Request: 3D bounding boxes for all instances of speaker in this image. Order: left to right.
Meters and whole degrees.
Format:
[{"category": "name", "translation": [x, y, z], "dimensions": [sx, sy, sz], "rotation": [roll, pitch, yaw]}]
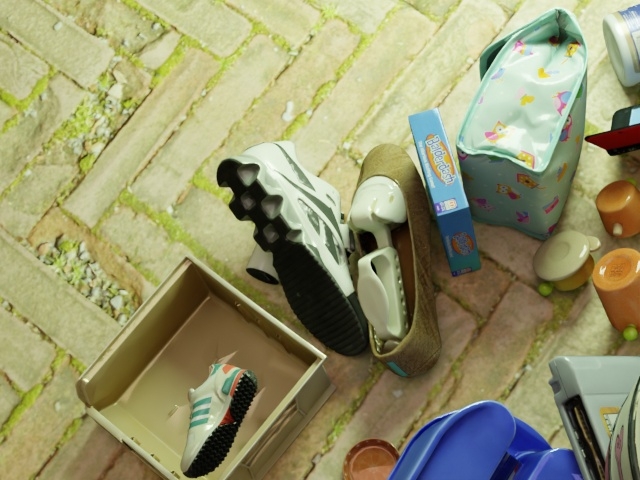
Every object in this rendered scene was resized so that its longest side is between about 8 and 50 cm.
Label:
[{"category": "speaker", "translation": [-0.060, -0.005, 2.099], "dimensions": [0.055, 0.055, 0.136], "rotation": [16, 71, 18]}]

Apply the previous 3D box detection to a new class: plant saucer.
[{"category": "plant saucer", "translation": [0.072, 0.311, 1.952], "dimensions": [0.083, 0.013, 0.084], "rotation": [-4, 65, 9]}]

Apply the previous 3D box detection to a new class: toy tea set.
[{"category": "toy tea set", "translation": [0.464, -0.009, 1.980], "dimensions": [0.336, 0.124, 0.200], "rotation": [-45, 36, -6]}]

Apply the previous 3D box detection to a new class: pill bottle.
[{"category": "pill bottle", "translation": [0.515, -0.303, 2.080], "dimensions": [0.186, 0.112, 0.112], "rotation": [-18, 64, 3]}]

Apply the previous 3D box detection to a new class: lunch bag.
[{"category": "lunch bag", "translation": [0.295, -0.171, 2.004], "dimensions": [0.160, 0.223, 0.262], "rotation": [16, 70, 18]}]

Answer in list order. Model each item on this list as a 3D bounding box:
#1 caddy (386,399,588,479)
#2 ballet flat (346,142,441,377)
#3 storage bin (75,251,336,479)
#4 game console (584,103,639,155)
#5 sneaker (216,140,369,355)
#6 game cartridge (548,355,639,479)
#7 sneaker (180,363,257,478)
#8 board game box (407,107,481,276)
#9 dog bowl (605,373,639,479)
[{"category": "caddy", "translation": [0.190, 0.366, 1.814], "dimensions": [0.241, 0.179, 0.341], "rotation": [34, 70, 2]}, {"category": "ballet flat", "translation": [0.090, 0.019, 1.983], "dimensions": [0.116, 0.124, 0.343], "rotation": [-13, 75, 33]}, {"category": "storage bin", "translation": [-0.161, 0.206, 1.988], "dimensions": [0.262, 0.123, 0.260], "rotation": [35, 77, 23]}, {"category": "game console", "translation": [0.452, -0.174, 1.984], "dimensions": [0.144, 0.085, 0.124], "rotation": [-12, 44, 34]}, {"category": "sneaker", "translation": [0.000, 0.000, 2.025], "dimensions": [0.146, 0.122, 0.331], "rotation": [-31, 92, -39]}, {"category": "game cartridge", "translation": [0.406, 0.282, 1.802], "dimensions": [0.198, 0.062, 0.297], "rotation": [1, 61, -38]}, {"category": "sneaker", "translation": [-0.149, 0.234, 1.882], "dimensions": [0.075, 0.057, 0.161], "rotation": [17, 71, 36]}, {"category": "board game box", "translation": [0.174, -0.064, 1.990], "dimensions": [0.047, 0.210, 0.160], "rotation": [-16, 65, 3]}, {"category": "dog bowl", "translation": [0.518, 0.286, 1.677], "dimensions": [0.407, 0.150, 0.408], "rotation": [8, 61, -14]}]
